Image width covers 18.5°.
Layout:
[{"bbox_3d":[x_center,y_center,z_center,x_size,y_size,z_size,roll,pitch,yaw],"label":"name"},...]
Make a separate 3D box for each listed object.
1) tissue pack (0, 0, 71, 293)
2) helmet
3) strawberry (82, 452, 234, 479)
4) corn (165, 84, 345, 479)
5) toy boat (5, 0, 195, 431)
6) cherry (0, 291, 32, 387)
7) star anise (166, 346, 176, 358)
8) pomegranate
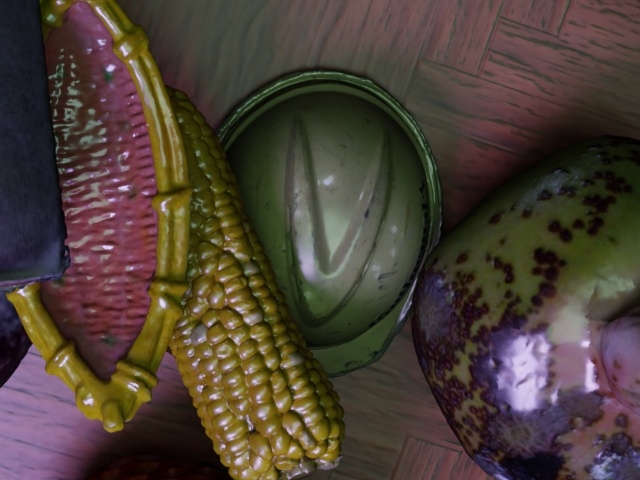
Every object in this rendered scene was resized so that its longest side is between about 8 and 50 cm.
[{"bbox_3d":[-0.305,-0.158,1.224,0.124,0.288,0.394,-9,85,35],"label":"tissue pack"},{"bbox_3d":[0.000,0.005,1.516,0.204,0.137,0.257,4,104,-7],"label":"helmet"},{"bbox_3d":[-0.108,0.235,1.511,0.253,0.280,0.150,6,66,8],"label":"strawberry"},{"bbox_3d":[-0.078,0.034,1.435,0.102,0.102,0.313,-25,85,1],"label":"corn"},{"bbox_3d":[-0.157,-0.030,1.355,0.141,0.099,0.318,-6,91,5],"label":"toy boat"},{"bbox_3d":[-0.320,0.011,1.442,0.255,0.218,0.296,35,78,15],"label":"cherry"},{"bbox_3d":[-0.151,0.003,1.545,0.158,0.144,0.140,14,136,-22],"label":"star anise"},{"bbox_3d":[0.222,0.077,1.451,0.285,0.341,0.285,-2,102,-12],"label":"pomegranate"}]
